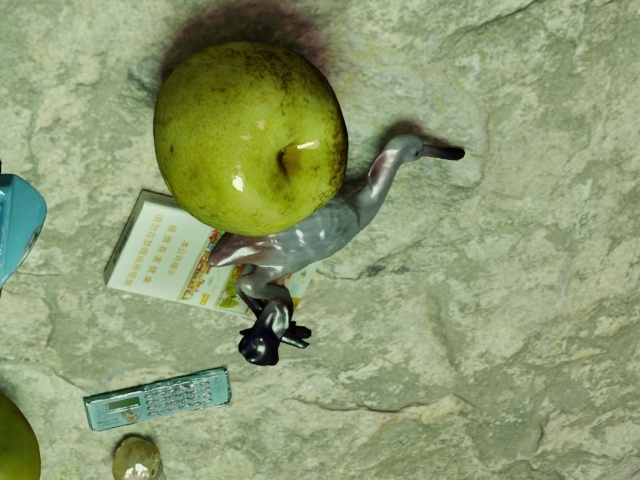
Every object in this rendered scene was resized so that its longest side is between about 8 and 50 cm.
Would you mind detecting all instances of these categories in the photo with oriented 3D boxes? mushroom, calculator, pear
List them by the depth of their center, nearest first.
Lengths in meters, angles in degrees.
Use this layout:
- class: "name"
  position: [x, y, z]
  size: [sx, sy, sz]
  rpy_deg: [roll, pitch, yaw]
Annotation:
- class: "pear"
  position: [-0.075, -0.104, 1.633]
  size: [0.197, 0.197, 0.197]
  rpy_deg: [-8, 129, -10]
- class: "calculator"
  position: [-0.189, 0.188, 1.935]
  size: [0.172, 0.018, 0.057]
  rpy_deg: [-11, 128, -7]
- class: "mushroom"
  position: [-0.207, 0.315, 2.010]
  size: [0.059, 0.054, 0.202]
  rpy_deg: [-13, 136, -2]

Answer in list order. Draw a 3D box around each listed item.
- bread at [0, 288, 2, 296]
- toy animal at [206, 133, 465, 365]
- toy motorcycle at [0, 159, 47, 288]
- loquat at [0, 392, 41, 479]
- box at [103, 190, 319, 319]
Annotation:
- class: "bread"
  position: [-0.409, 0.021, 1.620]
  size: [0.194, 0.179, 0.340]
  rpy_deg: [8, 149, -14]
- class: "toy animal"
  position: [-0.002, -0.019, 1.755]
  size: [0.324, 0.090, 0.195]
  rpy_deg: [-51, 141, 2]
- class: "toy motorcycle"
  position: [-0.377, -0.093, 1.401]
  size: [0.232, 0.416, 0.172]
  rpy_deg: [-15, 163, -20]
- class: "loquat"
  position: [-0.411, 0.263, 1.817]
  size: [0.213, 0.213, 0.246]
  rpy_deg: [-13, 152, -6]
- class: "box"
  position: [-0.115, 0.022, 1.813]
  size: [0.220, 0.032, 0.122]
  rpy_deg: [13, 120, -25]
